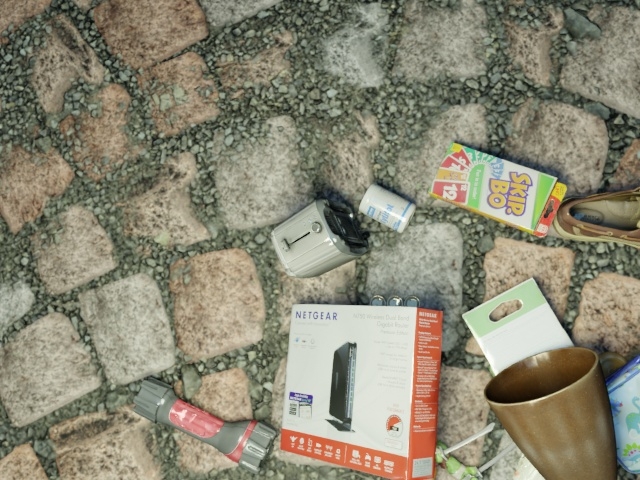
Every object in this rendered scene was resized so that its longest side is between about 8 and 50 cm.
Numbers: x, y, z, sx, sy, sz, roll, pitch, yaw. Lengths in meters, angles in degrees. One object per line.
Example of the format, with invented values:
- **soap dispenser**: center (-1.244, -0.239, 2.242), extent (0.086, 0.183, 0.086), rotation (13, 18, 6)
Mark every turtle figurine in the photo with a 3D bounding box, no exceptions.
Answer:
- **turtle figurine**: center (0.239, 0.457, 1.283), extent (0.275, 0.198, 0.266), rotation (12, 76, 11)

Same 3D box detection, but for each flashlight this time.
- **flashlight**: center (-0.242, 0.377, 1.402), extent (0.304, 0.103, 0.103), rotation (24, 86, 9)

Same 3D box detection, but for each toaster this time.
- **toaster**: center (0.000, 0.000, 1.393), extent (0.146, 0.227, 0.129), rotation (-28, 78, 19)

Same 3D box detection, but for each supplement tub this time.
- **supplement tub**: center (0.144, -0.069, 1.445), extent (0.107, 0.071, 0.071), rotation (27, 85, 10)

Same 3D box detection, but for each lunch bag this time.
- **lunch bag**: center (0.629, 0.323, 1.306), extent (0.219, 0.090, 0.176), rotation (-40, 87, 7)

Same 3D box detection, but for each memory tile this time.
- **memory tile**: center (0.159, 0.189, 1.432), extent (0.113, 0.012, 0.148), rotation (-1, 82, 6)

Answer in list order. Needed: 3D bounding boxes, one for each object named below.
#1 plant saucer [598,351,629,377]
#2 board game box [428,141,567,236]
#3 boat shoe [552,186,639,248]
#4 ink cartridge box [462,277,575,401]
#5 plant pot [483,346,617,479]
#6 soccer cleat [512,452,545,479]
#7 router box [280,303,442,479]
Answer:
- **plant saucer**: center (0.592, 0.268, 1.368), extent (0.083, 0.015, 0.083), rotation (-1, 81, 7)
- **board game box**: center (0.370, -0.108, 1.417), extent (0.259, 0.039, 0.124), rotation (24, 85, 20)
- **boat shoe**: center (0.653, -0.049, 1.356), extent (0.342, 0.123, 0.123), rotation (4, 82, 7)
- **ink cartridge box**: center (0.418, 0.220, 1.376), extent (0.171, 0.056, 0.235), rotation (-28, 76, 1)
- **plant pot**: center (0.445, 0.347, 1.231), extent (0.215, 0.215, 0.230), rotation (-25, 93, 2)
- **soccer cleat**: center (0.417, 0.448, 1.336), extent (0.076, 0.068, 0.196), rotation (-4, 84, 7)
- **router box**: center (0.070, 0.277, 1.299), extent (0.335, 0.082, 0.301), rotation (-5, 77, 46)
